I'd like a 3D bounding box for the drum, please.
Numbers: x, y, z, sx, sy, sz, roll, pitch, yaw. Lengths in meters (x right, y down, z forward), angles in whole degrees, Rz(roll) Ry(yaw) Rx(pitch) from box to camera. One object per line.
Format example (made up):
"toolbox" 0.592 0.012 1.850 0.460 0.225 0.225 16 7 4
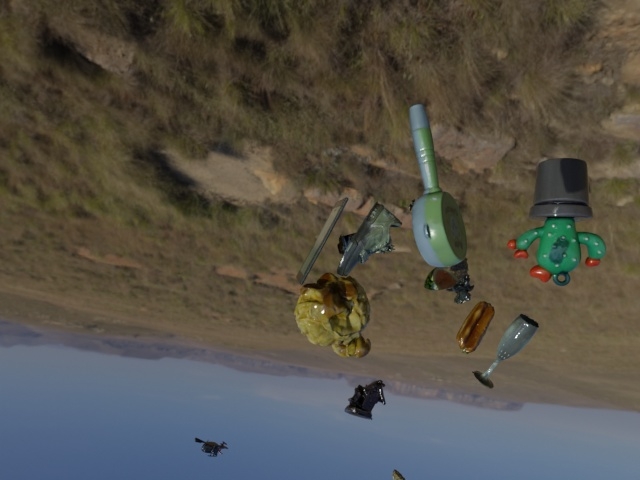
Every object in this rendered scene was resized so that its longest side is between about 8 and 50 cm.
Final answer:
"drum" 0.161 -0.081 0.722 0.049 0.253 0.130 -15 -174 32

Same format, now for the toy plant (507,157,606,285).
"toy plant" 0.782 -0.053 1.538 0.280 0.399 0.185 6 175 -13

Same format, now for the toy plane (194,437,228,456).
"toy plane" -0.344 0.665 1.536 0.060 0.037 0.145 17 166 34

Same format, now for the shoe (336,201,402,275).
"shoe" 0.182 0.018 1.656 0.149 0.292 0.109 29 171 4

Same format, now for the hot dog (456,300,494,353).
"hot dog" 0.308 0.171 0.949 0.049 0.122 0.037 39 158 4

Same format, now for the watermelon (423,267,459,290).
"watermelon" 0.404 0.124 1.633 0.087 0.068 0.163 4 -171 38

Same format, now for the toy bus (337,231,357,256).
"toy bus" 0.127 0.024 1.886 0.114 0.098 0.201 -14 175 3

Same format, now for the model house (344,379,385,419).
"model house" 0.182 0.638 1.937 0.141 0.164 0.203 23 158 -2

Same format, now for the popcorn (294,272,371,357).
"popcorn" 0.057 0.255 1.629 0.332 0.265 0.225 49 149 -16

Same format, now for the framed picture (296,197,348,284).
"framed picture" 0.000 0.000 1.767 0.016 0.346 0.265 28 177 -5

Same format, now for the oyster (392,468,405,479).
"oyster" 0.283 0.875 1.716 0.038 0.083 0.081 -31 171 37

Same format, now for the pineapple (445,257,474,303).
"pineapple" 0.550 0.151 1.900 0.119 0.237 0.111 -25 -152 -5

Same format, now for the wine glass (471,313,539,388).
"wine glass" 0.459 0.273 1.180 0.066 0.198 0.066 26 -161 -10
